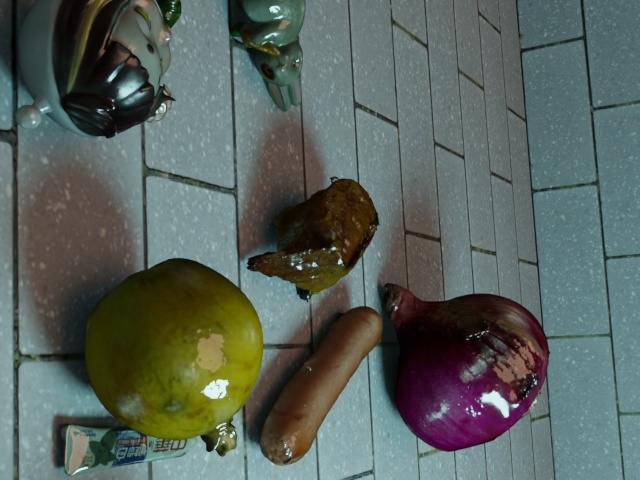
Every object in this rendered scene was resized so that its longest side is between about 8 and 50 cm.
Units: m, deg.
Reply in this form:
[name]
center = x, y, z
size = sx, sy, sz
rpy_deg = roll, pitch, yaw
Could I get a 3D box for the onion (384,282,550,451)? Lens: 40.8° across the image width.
[onion]
center = 0.266, 0.231, 1.777
size = 0.385, 0.348, 0.348
rpy_deg = 43, 32, 7

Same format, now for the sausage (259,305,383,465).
[sausage]
center = 0.005, 0.235, 1.469
size = 0.094, 0.094, 0.419
rpy_deg = 47, 36, -3

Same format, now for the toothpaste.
[toothpaste]
center = -0.234, 0.258, 1.084
size = 0.233, 0.038, 0.060
rpy_deg = 15, 69, -57

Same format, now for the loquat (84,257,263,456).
[loquat]
center = -0.165, 0.146, 1.037
size = 0.246, 0.213, 0.213
rpy_deg = 61, 30, 3

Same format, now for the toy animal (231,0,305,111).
[toy animal]
center = -0.067, -0.327, 1.427
size = 0.108, 0.138, 0.236
rpy_deg = -117, -176, -70

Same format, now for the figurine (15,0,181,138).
[figurine]
center = -0.254, -0.268, 1.042
size = 0.281, 0.167, 0.370
rpy_deg = 78, 15, -50

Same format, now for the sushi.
[sushi]
center = 0.002, 0.000, 1.467
size = 0.167, 0.179, 0.296
rpy_deg = 52, 35, -17
